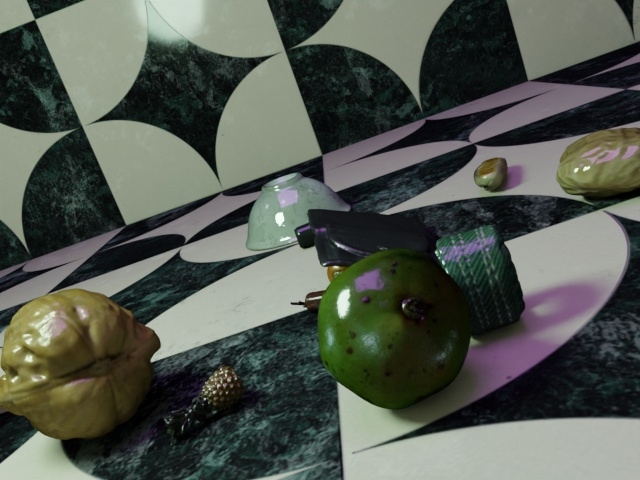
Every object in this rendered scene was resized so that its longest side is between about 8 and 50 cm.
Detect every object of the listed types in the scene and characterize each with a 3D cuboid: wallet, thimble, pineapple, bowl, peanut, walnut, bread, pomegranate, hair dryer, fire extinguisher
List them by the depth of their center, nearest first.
[{"bbox_3d":[0.080,0.112,0.812,0.187,0.187,0.225,-24,-12,-15],"label":"pomegranate"},{"bbox_3d":[0.210,0.052,0.884,0.090,0.135,0.118,-17,10,12],"label":"thimble"},{"bbox_3d":[-0.166,0.227,0.930,0.124,0.058,0.058,-32,17,-23],"label":"pineapple"},{"bbox_3d":[-0.371,0.184,1.021,0.257,0.225,0.257,-18,6,2],"label":"walnut"},{"bbox_3d":[0.017,0.101,1.170,0.132,0.039,0.056,-13,-17,30],"label":"fire extinguisher"},{"bbox_3d":[0.536,-0.146,1.235,0.196,0.110,0.233,-14,17,25],"label":"peanut"},{"bbox_3d":[0.101,-0.005,1.264,0.247,0.041,0.323,6,16,-5],"label":"wallet"},{"bbox_3d":[0.000,0.000,1.568,0.100,0.057,0.198,-23,20,-3],"label":"hair dryer"},{"bbox_3d":[0.398,-0.153,1.569,0.073,0.053,0.214,-11,14,22],"label":"bread"},{"bbox_3d":[-0.085,-0.101,1.859,0.313,0.146,0.313,-20,13,5],"label":"bowl"}]

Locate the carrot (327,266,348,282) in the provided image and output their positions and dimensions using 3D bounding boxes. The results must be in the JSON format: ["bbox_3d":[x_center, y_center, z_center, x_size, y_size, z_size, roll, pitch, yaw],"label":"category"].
[{"bbox_3d":[0.070,0.033,1.304,0.067,0.067,0.225,-13,13,28],"label":"carrot"}]
